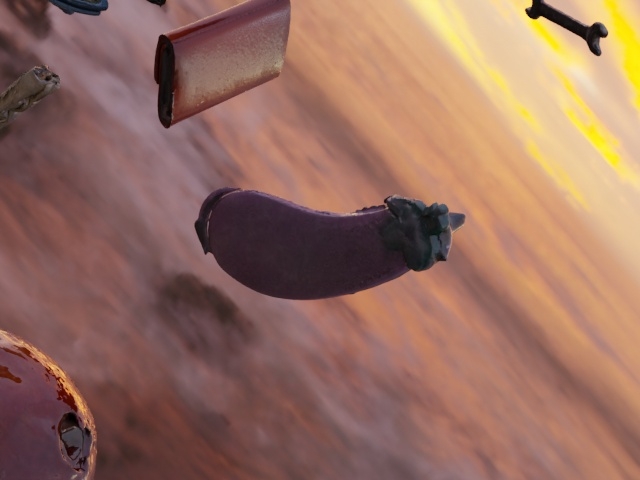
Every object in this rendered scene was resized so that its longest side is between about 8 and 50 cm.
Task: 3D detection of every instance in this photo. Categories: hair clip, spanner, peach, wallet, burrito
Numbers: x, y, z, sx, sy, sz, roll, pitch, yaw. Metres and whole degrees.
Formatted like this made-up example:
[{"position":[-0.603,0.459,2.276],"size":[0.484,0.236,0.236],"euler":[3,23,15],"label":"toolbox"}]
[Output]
[{"position":[0.000,0.002,1.400],"size":[0.110,0.359,0.095],"euler":[60,41,-36],"label":"hair clip"},{"position":[0.375,-0.338,1.911],"size":[0.254,0.015,0.054],"euler":[-126,-146,-60],"label":"spanner"},{"position":[-0.327,0.205,1.161],"size":[0.281,0.281,0.238],"euler":[52,34,16],"label":"peach"},{"position":[-0.130,-0.242,1.643],"size":[0.045,0.204,0.142],"euler":[38,-40,28],"label":"wallet"},{"position":[-0.400,-0.184,1.639],"size":[0.045,0.185,0.041],"euler":[-26,91,-41],"label":"burrito"}]

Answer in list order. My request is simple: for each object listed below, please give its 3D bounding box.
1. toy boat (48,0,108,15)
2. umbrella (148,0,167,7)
[{"position":[-0.358,-0.389,1.606],"size":[0.238,0.098,0.109],"euler":[53,47,-22],"label":"toy boat"},{"position":[-0.146,-0.257,1.198],"size":[0.036,0.031,0.133],"euler":[57,21,-19],"label":"umbrella"}]
